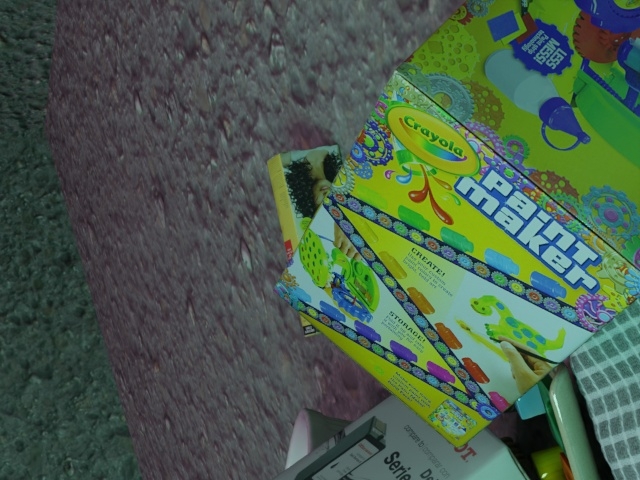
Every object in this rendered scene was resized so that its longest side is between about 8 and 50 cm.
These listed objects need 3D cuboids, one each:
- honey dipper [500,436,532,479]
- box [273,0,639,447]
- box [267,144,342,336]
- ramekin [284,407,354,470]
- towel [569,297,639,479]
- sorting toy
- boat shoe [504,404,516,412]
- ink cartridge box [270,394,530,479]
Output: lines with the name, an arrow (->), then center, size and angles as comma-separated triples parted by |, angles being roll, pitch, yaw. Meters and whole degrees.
honey dipper -> 0.220, 0.259, 1.175 | 0.160, 0.030, 0.030 | 54, 147, 41
box -> 0.152, -0.059, 0.789 | 0.177, 0.290, 0.279 | 40, 149, 6
box -> 0.000, 0.000, 1.517 | 0.058, 0.087, 0.232 | 158, 99, -68
ramekin -> 0.027, 0.347, 1.437 | 0.277, 0.135, 0.277 | -172, 90, -84
towel -> 0.291, 0.116, 0.811 | 0.283, 0.121, 0.235 | 133, 123, -63
sorting toy -> 0.201, 0.173, 1.015 | 0.196, 0.047, 0.347 | -78, -30, -79
boat shoe -> 0.173, 0.078, 1.133 | 0.079, 0.081, 0.227 | -128, 34, -49
ink cartridge box -> 0.046, 0.273, 1.099 | 0.121, 0.289, 0.211 | 57, 175, -20
